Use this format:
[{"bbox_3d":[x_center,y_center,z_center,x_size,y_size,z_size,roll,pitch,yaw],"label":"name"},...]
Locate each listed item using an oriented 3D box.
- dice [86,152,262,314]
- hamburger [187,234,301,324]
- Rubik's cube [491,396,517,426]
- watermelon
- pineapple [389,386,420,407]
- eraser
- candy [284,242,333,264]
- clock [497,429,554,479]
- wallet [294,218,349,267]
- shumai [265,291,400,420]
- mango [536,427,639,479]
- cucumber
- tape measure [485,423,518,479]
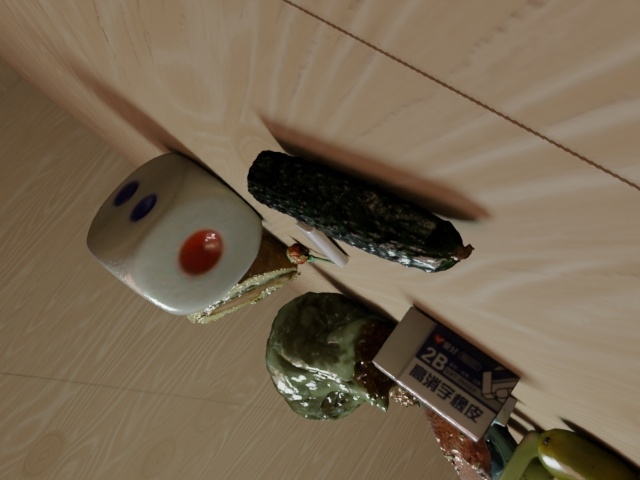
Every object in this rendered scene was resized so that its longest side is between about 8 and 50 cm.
[{"bbox_3d":[-0.345,-0.017,1.310,0.277,0.304,0.304,44,170,-38],"label":"dice"},{"bbox_3d":[-0.244,0.072,1.512,0.209,0.329,0.162,59,170,26],"label":"hamburger"},{"bbox_3d":[0.344,0.333,1.112,0.073,0.084,0.075,34,155,-2],"label":"Rubik's cube"},{"bbox_3d":[0.329,0.461,1.281,0.193,0.139,0.257,57,-164,-64],"label":"watermelon"},{"bbox_3d":[0.262,0.407,1.593,0.193,0.166,0.166,36,171,14],"label":"pineapple"},{"bbox_3d":[0.207,0.221,0.919,0.210,0.124,0.068,34,170,21],"label":"eraser"},{"bbox_3d":[-0.018,0.038,1.198,0.055,0.049,0.184,8,-178,-32],"label":"candy"},{"bbox_3d":[0.455,0.598,1.266,0.096,0.308,0.235,29,169,30],"label":"clock"},{"bbox_3d":[0.000,0.000,0.941,0.061,0.025,0.122,39,175,45],"label":"wallet"},{"bbox_3d":[0.083,0.312,1.408,0.323,0.324,0.397,-1,138,47],"label":"shumai"},{"bbox_3d":[0.458,0.383,0.916,0.191,0.086,0.122,23,156,18],"label":"mango"},{"bbox_3d":[0.029,-0.029,0.536,0.293,0.067,0.067,27,166,44],"label":"cucumber"},{"bbox_3d":[0.465,0.573,1.515,0.256,0.147,0.275,47,-170,-22],"label":"tape measure"}]
